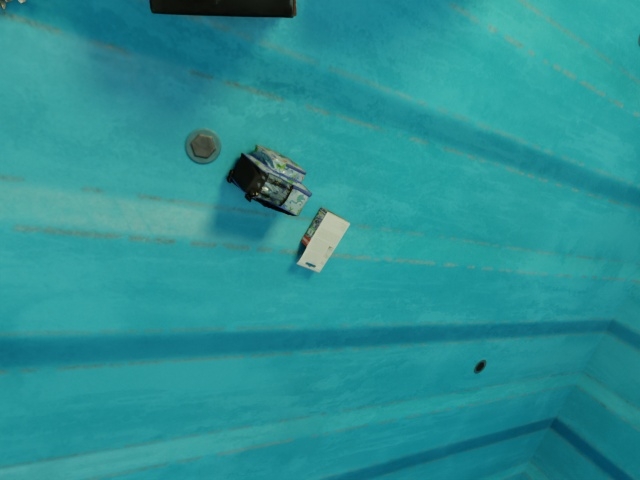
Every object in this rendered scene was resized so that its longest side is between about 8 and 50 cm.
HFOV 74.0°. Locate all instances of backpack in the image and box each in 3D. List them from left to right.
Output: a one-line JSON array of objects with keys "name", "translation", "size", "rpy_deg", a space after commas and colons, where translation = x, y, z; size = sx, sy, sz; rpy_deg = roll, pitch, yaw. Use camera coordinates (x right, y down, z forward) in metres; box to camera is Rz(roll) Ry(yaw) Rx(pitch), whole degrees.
[{"name": "backpack", "translation": [-0.070, -0.092, 0.669], "size": [0.114, 0.105, 0.084], "rpy_deg": [27, 99, -40]}]

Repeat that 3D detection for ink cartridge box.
[{"name": "ink cartridge box", "translation": [0.000, 0.000, 0.808], "size": [0.063, 0.029, 0.115], "rpy_deg": [25, 101, -38]}]

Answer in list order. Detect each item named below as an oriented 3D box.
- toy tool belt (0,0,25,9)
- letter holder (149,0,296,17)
[{"name": "toy tool belt", "translation": [-0.339, -0.270, 0.446], "size": [0.083, 0.052, 0.051], "rpy_deg": [-34, 119, -11]}, {"name": "letter holder", "translation": [-0.102, -0.416, 0.451], "size": [0.152, 0.214, 0.301], "rpy_deg": [0, 122, -3]}]
